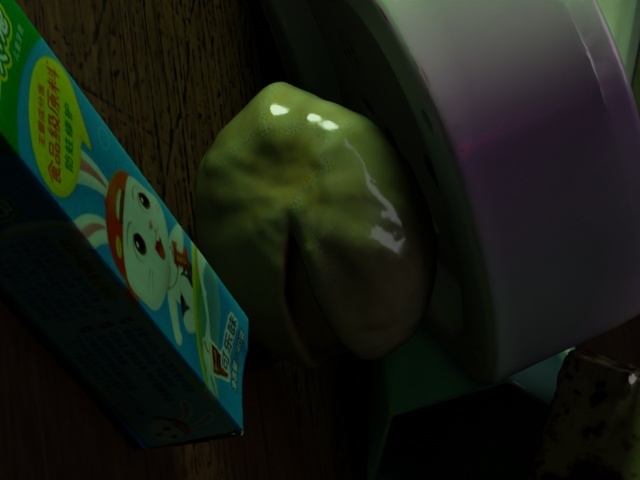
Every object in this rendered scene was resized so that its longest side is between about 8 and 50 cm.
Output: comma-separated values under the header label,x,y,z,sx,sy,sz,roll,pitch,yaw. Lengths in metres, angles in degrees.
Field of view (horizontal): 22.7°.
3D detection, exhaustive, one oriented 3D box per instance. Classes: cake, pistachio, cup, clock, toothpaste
label,x,y,z,sx,sy,sz,roll,pitch,yaw
cake,0.178,0.195,0.934,0.135,0.112,0.246,12,99,-53
pistachio,0.000,0.000,0.824,0.185,0.124,0.124,69,15,-56
cup,0.100,0.069,1.080,0.148,0.134,0.236,36,31,-24
clock,0.063,-0.087,0.908,0.338,0.102,0.338,62,-9,17
toothpaste,-0.102,-0.010,0.614,0.267,0.050,0.065,58,28,-47

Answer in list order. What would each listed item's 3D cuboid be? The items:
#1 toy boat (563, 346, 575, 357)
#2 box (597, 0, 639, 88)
label,x,y,z,sx,sy,sz,roll,pitch,yaw
toy boat,0.169,0.035,1.421,0.155,0.085,0.227,-50,126,-71
box,0.203,-0.182,1.507,0.291,0.262,0.206,72,27,-51
